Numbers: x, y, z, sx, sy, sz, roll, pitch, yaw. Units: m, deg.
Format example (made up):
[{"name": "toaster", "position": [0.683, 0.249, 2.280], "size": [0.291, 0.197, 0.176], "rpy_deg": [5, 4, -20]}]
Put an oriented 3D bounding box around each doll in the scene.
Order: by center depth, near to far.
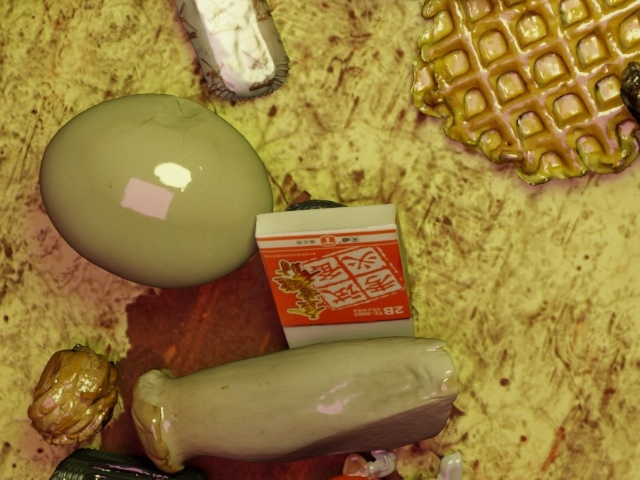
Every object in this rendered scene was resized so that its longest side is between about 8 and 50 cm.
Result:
[{"name": "doll", "position": [0.065, 0.338, 1.788], "size": [0.217, 0.085, 0.183], "rpy_deg": [-1, 97, 1]}]

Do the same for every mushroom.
[{"name": "mushroom", "position": [-0.021, 0.193, 1.745], "size": [0.407, 0.154, 0.138], "rpy_deg": [-8, 81, 17]}]

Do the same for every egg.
[{"name": "egg", "position": [-0.185, -0.057, 1.680], "size": [0.269, 0.219, 0.219], "rpy_deg": [22, 102, -9]}]

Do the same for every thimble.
[{"name": "thimble", "position": [0.002, 0.001, 1.744], "size": [0.104, 0.066, 0.095], "rpy_deg": [19, 99, 3]}]

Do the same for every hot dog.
[{"name": "hot dog", "position": [-0.106, -0.255, 1.716], "size": [0.108, 0.059, 0.191], "rpy_deg": [-19, 94, -3]}]

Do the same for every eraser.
[{"name": "eraser", "position": [0.022, 0.047, 1.692], "size": [0.157, 0.038, 0.230], "rpy_deg": [-5, 142, 7]}]

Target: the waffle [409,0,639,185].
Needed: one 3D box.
[{"name": "waffle", "position": [0.267, -0.213, 1.670], "size": [0.324, 0.068, 0.302], "rpy_deg": [22, 100, 9]}]

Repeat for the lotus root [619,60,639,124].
[{"name": "lotus root", "position": [0.454, -0.105, 1.598], "size": [0.309, 0.183, 0.183], "rpy_deg": [20, 102, -12]}]

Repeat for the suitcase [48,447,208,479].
[{"name": "suitcase", "position": [-0.252, 0.418, 1.818], "size": [0.202, 0.128, 0.312], "rpy_deg": [10, 101, 6]}]

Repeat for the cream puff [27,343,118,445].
[{"name": "cream puff", "position": [-0.301, 0.194, 1.796], "size": [0.104, 0.119, 0.133], "rpy_deg": [24, 130, -15]}]
